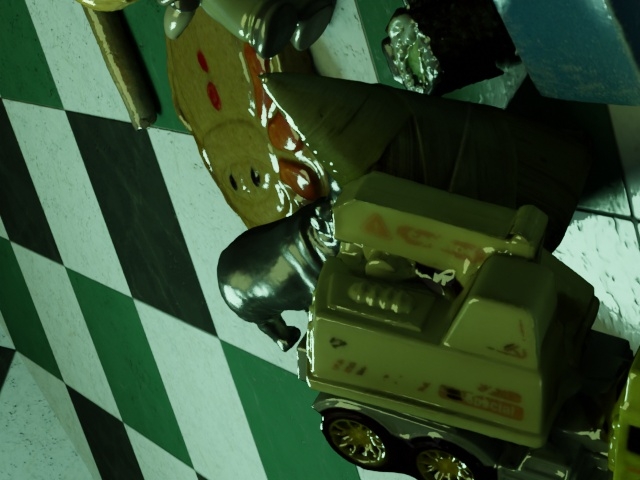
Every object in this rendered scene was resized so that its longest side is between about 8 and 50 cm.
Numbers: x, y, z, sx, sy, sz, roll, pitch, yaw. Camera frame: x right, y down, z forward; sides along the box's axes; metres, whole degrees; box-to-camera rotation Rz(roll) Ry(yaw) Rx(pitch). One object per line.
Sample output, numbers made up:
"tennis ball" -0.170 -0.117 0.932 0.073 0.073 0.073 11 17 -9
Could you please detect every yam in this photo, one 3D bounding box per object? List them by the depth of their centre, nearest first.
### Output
"yam" -0.291 -0.278 2.028 0.046 0.046 0.264 -1 113 64

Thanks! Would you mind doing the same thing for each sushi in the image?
"sushi" 0.107 -0.177 1.271 0.098 0.084 0.094 69 160 1

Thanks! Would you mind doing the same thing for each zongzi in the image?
"zongzi" 0.050 -0.060 1.277 0.274 0.300 0.145 148 140 -68

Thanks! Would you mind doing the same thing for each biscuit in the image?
"biscuit" -0.077 -0.132 1.722 0.359 0.074 0.381 3 113 65

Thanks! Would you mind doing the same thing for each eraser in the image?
"eraser" 0.158 -0.240 1.076 0.144 0.042 0.312 14 140 58

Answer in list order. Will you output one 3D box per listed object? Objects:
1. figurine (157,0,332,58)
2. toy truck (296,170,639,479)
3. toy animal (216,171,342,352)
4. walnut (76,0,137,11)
"figurine" -0.153 -0.340 1.501 0.380 0.248 0.203 46 148 9
"toy truck" 0.177 0.091 1.096 0.405 0.180 0.254 16 139 22
"toy animal" 0.016 0.007 1.562 0.168 0.106 0.343 32 143 -14
"walnut" -0.273 -0.377 1.769 0.207 0.159 0.159 64 157 14
